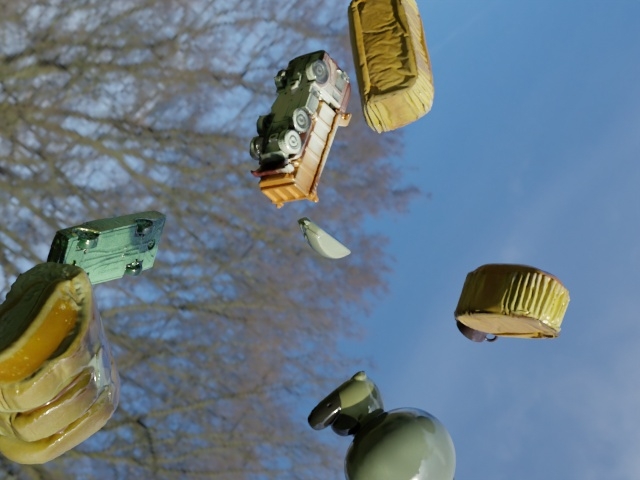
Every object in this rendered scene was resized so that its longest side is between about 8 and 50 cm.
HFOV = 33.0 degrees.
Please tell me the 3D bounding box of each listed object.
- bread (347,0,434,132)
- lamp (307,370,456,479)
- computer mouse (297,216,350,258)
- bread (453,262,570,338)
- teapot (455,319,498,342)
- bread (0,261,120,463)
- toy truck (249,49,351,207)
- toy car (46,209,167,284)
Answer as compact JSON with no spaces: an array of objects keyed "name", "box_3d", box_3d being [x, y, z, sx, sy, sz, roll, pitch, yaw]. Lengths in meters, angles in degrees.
[{"name":"bread","box_3d":[0.133,-0.367,2.139,0.152,0.119,0.288,-17,-116,18]},{"name":"lamp","box_3d":[0.107,0.336,1.766,0.197,0.244,0.198,-38,159,-18]},{"name":"computer mouse","box_3d":[0.000,0.000,2.534,0.089,0.181,0.056,35,-91,38]},{"name":"bread","box_3d":[0.330,0.103,1.849,0.190,0.132,0.114,5,-113,47]},{"name":"teapot","box_3d":[0.305,0.166,2.109,0.045,0.100,0.068,-58,-172,28]},{"name":"bread","box_3d":[-0.497,0.257,2.036,0.210,0.341,0.300,12,-141,18]},{"name":"toy truck","box_3d":[-0.031,-0.200,1.922,0.114,0.135,0.271,-6,-125,41]},{"name":"toy car","box_3d":[-0.459,0.019,2.299,0.320,0.097,0.141,-15,130,-57]}]
